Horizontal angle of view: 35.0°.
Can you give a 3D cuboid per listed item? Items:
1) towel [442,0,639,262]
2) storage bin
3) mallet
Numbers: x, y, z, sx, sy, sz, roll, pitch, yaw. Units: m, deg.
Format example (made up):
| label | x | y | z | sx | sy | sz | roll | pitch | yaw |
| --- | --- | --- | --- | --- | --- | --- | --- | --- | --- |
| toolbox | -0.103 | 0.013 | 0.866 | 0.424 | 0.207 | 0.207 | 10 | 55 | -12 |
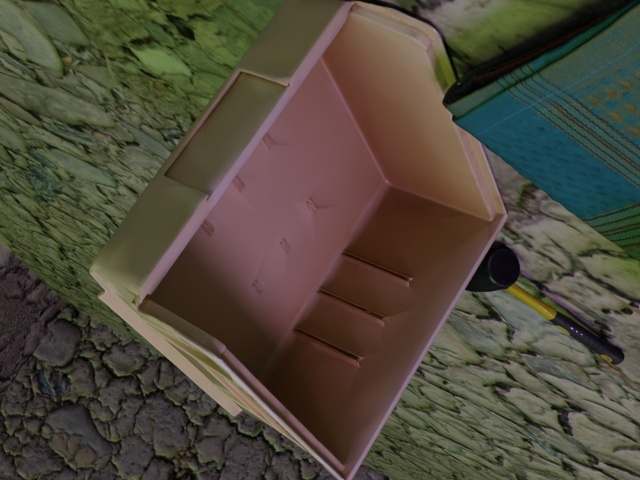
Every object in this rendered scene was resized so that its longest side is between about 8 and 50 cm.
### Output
| label | x | y | z | sx | sy | sz | roll | pitch | yaw |
| --- | --- | --- | --- | --- | --- | --- | --- | --- | --- |
| towel | 0.275 | -0.015 | 0.618 | 0.370 | 0.040 | 0.271 | 34 | 164 | -14 |
| storage bin | 0.000 | 0.000 | 0.744 | 0.123 | 0.262 | 0.260 | 23 | 161 | 32 |
| mallet | 0.207 | 0.066 | 0.961 | 0.190 | 0.039 | 0.062 | 35 | 162 | -24 |
